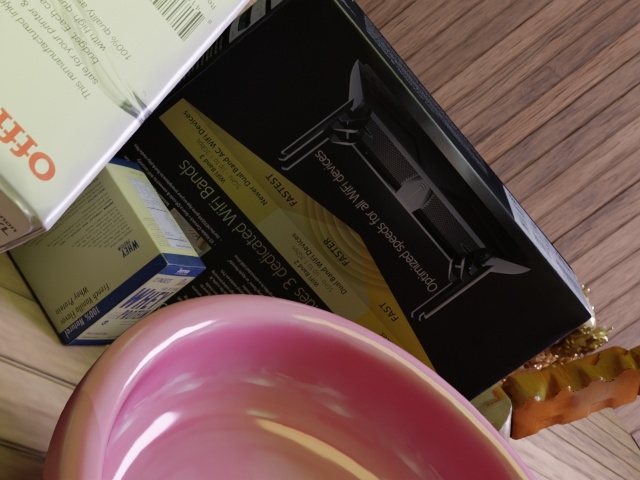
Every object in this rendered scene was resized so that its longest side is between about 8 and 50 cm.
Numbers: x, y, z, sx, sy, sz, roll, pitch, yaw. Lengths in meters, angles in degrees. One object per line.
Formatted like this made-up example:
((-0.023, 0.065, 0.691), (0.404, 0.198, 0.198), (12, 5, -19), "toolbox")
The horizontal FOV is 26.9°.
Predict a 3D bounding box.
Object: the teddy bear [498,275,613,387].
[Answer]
((0.111, 0.089, 1.159), (0.245, 0.338, 0.113), (16, 74, -28), "teddy bear")

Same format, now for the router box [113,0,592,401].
((0.000, 0.000, 0.934), (0.309, 0.243, 0.081), (49, 14, -18), "router box")

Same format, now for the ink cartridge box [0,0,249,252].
((-0.167, -0.131, 0.759), (0.172, 0.100, 0.237), (48, 52, -18), "ink cartridge box")

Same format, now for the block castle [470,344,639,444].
((0.272, 0.290, 0.952), (0.213, 0.303, 0.453), (84, -14, -49), "block castle")

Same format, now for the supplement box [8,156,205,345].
((-0.131, 0.007, 0.812), (0.083, 0.083, 0.056), (55, 14, 14), "supplement box")

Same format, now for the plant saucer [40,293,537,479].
((0.005, 0.181, 0.648), (0.332, 0.084, 0.332), (28, 37, -24), "plant saucer")
